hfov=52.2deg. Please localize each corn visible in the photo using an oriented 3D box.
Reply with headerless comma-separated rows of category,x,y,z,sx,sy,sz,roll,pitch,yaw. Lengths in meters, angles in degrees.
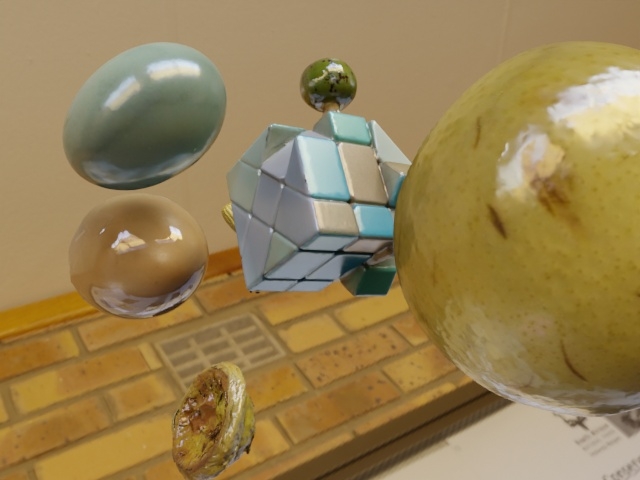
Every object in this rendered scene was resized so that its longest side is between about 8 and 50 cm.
corn,-0.175,-0.023,1.692,0.072,0.203,0.072,-42,-20,-19

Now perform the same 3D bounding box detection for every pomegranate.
pomegranate,0.017,-0.277,1.242,0.115,0.142,0.114,-6,-18,-2

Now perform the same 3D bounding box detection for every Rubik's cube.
Rubik's cube,0.012,-0.032,0.865,0.213,0.224,0.265,3,-25,-36

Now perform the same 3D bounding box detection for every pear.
pear,0.237,-0.008,0.634,0.348,0.348,0.348,-22,-47,-25

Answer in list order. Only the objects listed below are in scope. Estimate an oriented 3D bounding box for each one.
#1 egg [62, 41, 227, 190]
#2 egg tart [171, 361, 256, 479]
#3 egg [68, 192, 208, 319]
egg,-0.230,-0.160,0.857,0.231,0.168,0.168,-35,-42,1
egg tart,-0.246,0.435,1.558,0.115,0.290,0.290,27,-78,-35
egg,-0.275,0.025,1.011,0.201,0.244,0.201,-1,-89,-46
